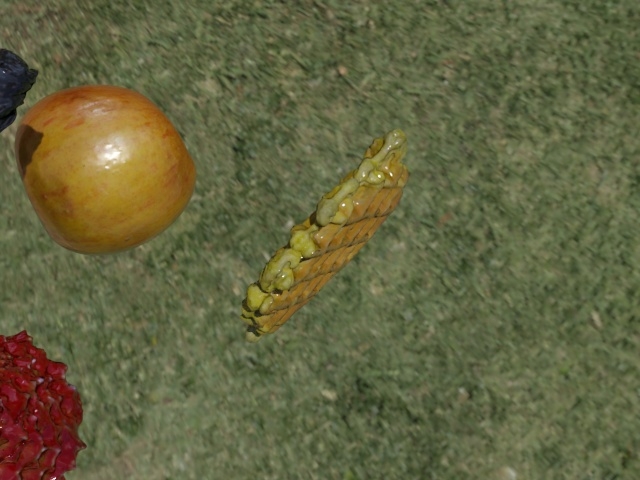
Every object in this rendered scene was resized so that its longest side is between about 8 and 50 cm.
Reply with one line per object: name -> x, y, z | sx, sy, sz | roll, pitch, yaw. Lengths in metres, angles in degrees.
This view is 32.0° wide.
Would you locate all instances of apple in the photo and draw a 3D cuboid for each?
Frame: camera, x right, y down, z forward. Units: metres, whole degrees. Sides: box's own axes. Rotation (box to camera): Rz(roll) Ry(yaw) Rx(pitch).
apple -> -0.359, -0.127, 1.882 | 0.275, 0.299, 0.299 | -24, 119, 1

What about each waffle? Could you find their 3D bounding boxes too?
waffle -> 0.000, 0.000, 1.133 | 0.059, 0.243, 0.238 | 42, 64, 8

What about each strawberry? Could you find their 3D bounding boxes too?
strawberry -> -0.358, 0.175, 1.120 | 0.234, 0.178, 0.234 | 1, 72, -4

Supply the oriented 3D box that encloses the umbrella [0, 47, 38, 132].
umbrella -> -0.483, -0.108, 1.409 | 0.326, 0.094, 0.090 | -50, 142, -2
